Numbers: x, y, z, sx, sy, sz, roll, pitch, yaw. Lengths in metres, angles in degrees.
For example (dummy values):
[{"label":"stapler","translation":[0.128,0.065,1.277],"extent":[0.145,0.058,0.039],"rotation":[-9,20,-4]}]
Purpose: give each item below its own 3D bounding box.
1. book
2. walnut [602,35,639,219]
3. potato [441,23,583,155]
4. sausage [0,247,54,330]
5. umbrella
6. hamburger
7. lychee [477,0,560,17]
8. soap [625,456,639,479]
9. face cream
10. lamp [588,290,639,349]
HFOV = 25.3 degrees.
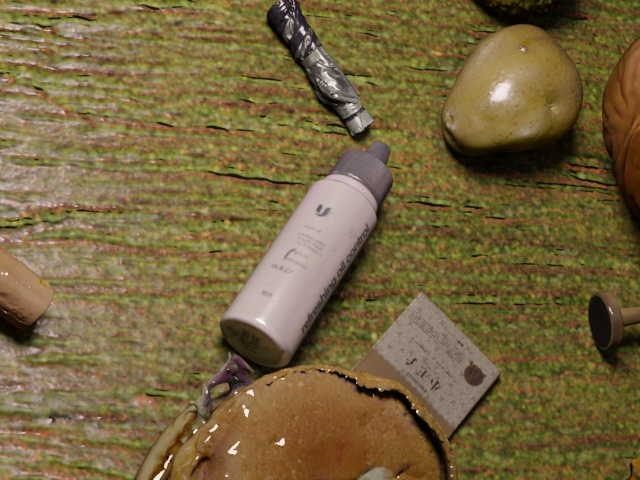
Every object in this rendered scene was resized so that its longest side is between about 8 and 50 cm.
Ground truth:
[{"label":"book","translation":[0.107,0.169,1.634],"extent":[0.138,0.016,0.199],"rotation":[46,59,-2]},{"label":"walnut","translation":[0.540,-0.125,1.782],"extent":[0.397,0.308,0.354],"rotation":[3,32,-26]},{"label":"potato","translation":[0.231,-0.177,1.767],"extent":[0.194,0.157,0.157],"rotation":[-34,86,-18]},{"label":"sausage","translation":[-0.407,-0.010,1.443],"extent":[0.301,0.066,0.066],"rotation":[33,60,-11]},{"label":"umbrella","translation":[-0.003,-0.208,1.719],"extent":[0.050,0.046,0.188],"rotation":[-34,91,-39]},{"label":"hamburger","translation":[-0.014,0.264,1.439],"extent":[0.318,0.195,0.277],"rotation":[36,57,-11]},{"label":"lychee","translation":[0.272,-0.370,1.840],"extent":[0.171,0.171,0.171],"rotation":[9,67,-21]},{"label":"soap","translation":[0.435,0.356,1.626],"extent":[0.080,0.160,0.257],"rotation":[-22,81,-32]},{"label":"face cream","translation":[0.000,0.000,1.610],"extent":[0.092,0.092,0.311],"rotation":[37,58,-7]},{"label":"lamp","translation":[0.443,0.088,1.766],"extent":[0.214,0.121,0.121],"rotation":[-8,73,-13]}]
